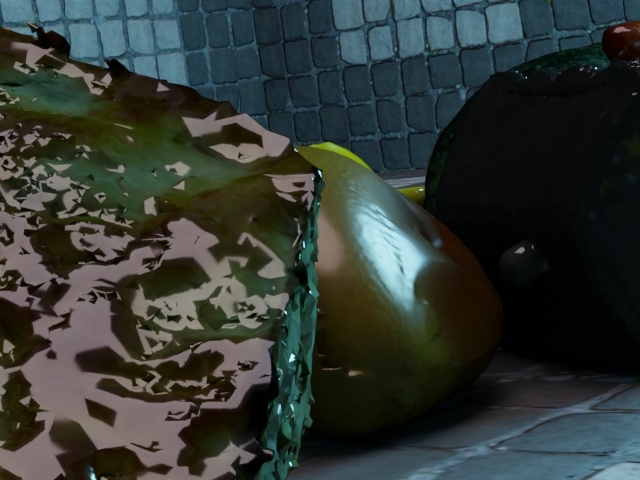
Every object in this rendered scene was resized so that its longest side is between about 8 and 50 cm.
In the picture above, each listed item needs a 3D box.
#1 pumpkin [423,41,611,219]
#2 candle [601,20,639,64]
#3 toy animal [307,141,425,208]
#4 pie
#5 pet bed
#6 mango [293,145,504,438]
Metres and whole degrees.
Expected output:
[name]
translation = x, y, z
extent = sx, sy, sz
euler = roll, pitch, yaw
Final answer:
[pumpkin]
translation = 0.221, -0.054, 1.260
extent = 0.293, 0.197, 0.263
euler = -8, 2, -32
[candle]
translation = 0.319, -0.118, 1.166
extent = 0.329, 0.048, 0.051
euler = 2, 30, -41
[toy animal]
translation = -0.004, 0.003, 1.250
extent = 0.156, 0.156, 0.230
euler = -6, 4, 20
[pie]
translation = -0.148, 0.035, 0.626
extent = 0.288, 0.103, 0.355
euler = 3, 42, 5
[pet bed]
translation = 0.166, -0.016, 0.999
extent = 0.159, 0.183, 0.211
euler = -2, 4, -22
[mango]
translation = 0.002, 0.030, 0.918
extent = 0.136, 0.166, 0.236
euler = -49, 26, 8
